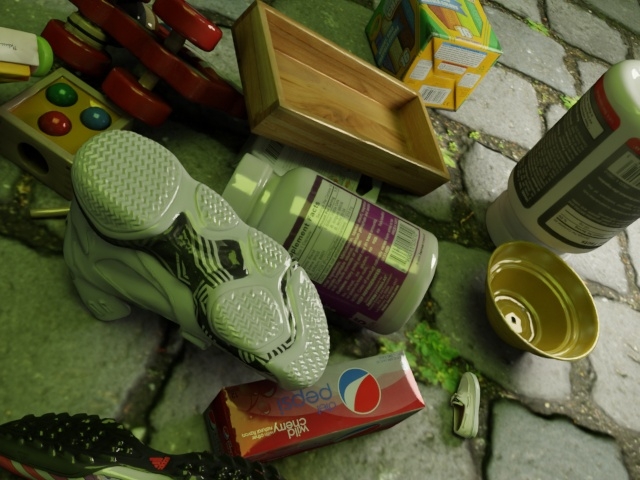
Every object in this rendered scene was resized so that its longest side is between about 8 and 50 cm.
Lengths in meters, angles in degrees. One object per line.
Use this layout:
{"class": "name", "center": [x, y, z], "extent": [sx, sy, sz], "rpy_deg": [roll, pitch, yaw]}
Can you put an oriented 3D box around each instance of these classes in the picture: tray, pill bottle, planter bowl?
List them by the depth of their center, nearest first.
{"class": "pill bottle", "center": [0.000, 0.000, 0.866], "extent": [0.301, 0.169, 0.169], "rpy_deg": [27, 50, -6]}
{"class": "planter bowl", "center": [0.343, 0.115, 1.008], "extent": [0.217, 0.090, 0.217], "rpy_deg": [13, 52, -18]}
{"class": "tray", "center": [0.046, -0.217, 1.011], "extent": [0.411, 0.076, 0.203], "rpy_deg": [13, 54, -43]}
{"class": "pill bottle", "center": [0.456, -0.107, 1.039], "extent": [0.210, 0.363, 0.210], "rpy_deg": [13, 53, -18]}

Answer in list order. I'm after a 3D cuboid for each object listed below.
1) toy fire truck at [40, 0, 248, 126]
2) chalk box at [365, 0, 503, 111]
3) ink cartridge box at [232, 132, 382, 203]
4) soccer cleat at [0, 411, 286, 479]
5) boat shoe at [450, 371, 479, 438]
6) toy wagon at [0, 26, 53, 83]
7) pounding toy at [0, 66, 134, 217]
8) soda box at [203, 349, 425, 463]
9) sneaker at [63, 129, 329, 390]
{"class": "toy fire truck", "center": [-0.255, -0.300, 0.946], "extent": [0.302, 0.169, 0.254], "rpy_deg": [39, 11, 10]}
{"class": "chalk box", "center": [0.222, -0.446, 1.281], "extent": [0.180, 0.179, 0.289], "rpy_deg": [3, 57, -25]}
{"class": "ink cartridge box", "center": [0.002, -0.147, 1.043], "extent": [0.239, 0.060, 0.275], "rpy_deg": [42, 46, -22]}
{"class": "soccer cleat", "center": [-0.193, 0.263, 0.619], "extent": [0.318, 0.108, 0.116], "rpy_deg": [13, 95, 4]}
{"class": "boat shoe", "center": [0.209, 0.238, 0.893], "extent": [0.035, 0.035, 0.100], "rpy_deg": [21, 57, -16]}
{"class": "toy wagon", "center": [-0.522, -0.227, 0.745], "extent": [0.344, 0.068, 0.267], "rpy_deg": [0, 9, 18]}
{"class": "pounding toy", "center": [-0.332, -0.113, 0.827], "extent": [0.206, 0.094, 0.181], "rpy_deg": [34, 49, 0]}
{"class": "soda box", "center": [-0.004, 0.212, 0.764], "extent": [0.263, 0.092, 0.083], "rpy_deg": [-6, 62, -30]}
{"class": "sneaker", "center": [-0.161, 0.052, 0.735], "extent": [0.366, 0.210, 0.137], "rpy_deg": [45, 49, -7]}
